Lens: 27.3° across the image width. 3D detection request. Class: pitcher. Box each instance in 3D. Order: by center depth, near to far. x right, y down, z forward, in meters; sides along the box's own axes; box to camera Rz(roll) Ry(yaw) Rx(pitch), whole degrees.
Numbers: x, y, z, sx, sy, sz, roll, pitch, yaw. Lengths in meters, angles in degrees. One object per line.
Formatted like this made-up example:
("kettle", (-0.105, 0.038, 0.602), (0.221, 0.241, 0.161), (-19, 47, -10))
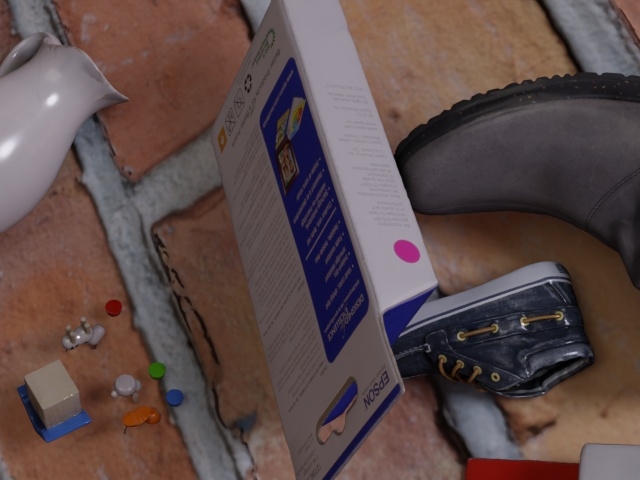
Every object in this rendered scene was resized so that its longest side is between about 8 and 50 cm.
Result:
("pitcher", (-0.303, -0.106, 1.253), (0.207, 0.125, 0.178), (-45, 37, -4))

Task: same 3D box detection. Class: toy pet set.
("toy pet set", (-0.196, 0.133, 1.153), (0.114, 0.065, 0.122), (-26, 60, -21))

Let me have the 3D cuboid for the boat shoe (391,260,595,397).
("boat shoe", (0.111, 0.086, 0.986), (0.183, 0.065, 0.083), (-25, 59, 16))

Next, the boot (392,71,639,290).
("boot", (0.219, 0.000, 0.908), (0.338, 0.118, 0.222), (-10, 69, 16))

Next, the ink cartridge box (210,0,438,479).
("ink cartridge box", (0.000, 0.000, 0.995), (0.175, 0.069, 0.371), (121, 144, -45))

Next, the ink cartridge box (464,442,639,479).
("ink cartridge box", (0.178, 0.273, 0.872), (0.239, 0.060, 0.275), (-4, 69, 33))
